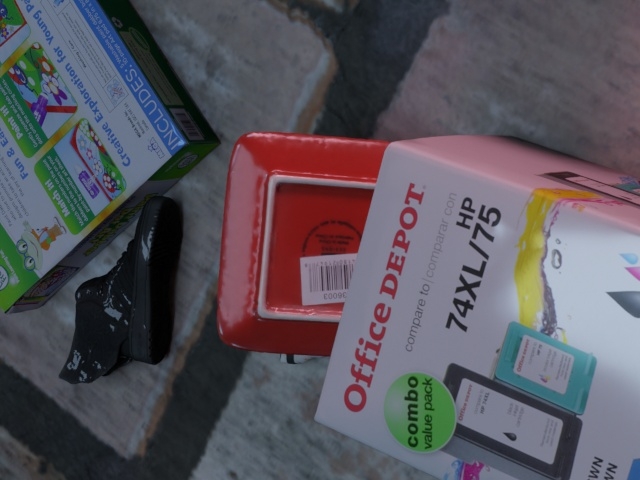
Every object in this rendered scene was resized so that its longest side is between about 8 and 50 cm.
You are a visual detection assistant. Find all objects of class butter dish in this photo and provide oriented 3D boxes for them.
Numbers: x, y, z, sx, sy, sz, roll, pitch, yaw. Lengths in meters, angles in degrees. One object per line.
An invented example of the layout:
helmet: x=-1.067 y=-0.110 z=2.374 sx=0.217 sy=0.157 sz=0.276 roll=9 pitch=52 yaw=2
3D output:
butter dish: x=0.000 y=0.000 z=1.138 sx=0.160 sy=0.118 sz=0.159 roll=4 pitch=96 yaw=-12

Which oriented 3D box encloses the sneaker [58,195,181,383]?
sneaker: x=-0.168 y=0.042 z=1.269 sx=0.089 sy=0.051 sz=0.170 roll=11 pitch=104 yaw=24

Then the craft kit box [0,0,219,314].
craft kit box: x=-0.240 y=-0.107 z=1.296 sx=0.247 sy=0.061 sz=0.250 roll=-38 pitch=76 yaw=25

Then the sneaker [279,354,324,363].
sneaker: x=-0.033 y=0.048 z=1.198 sx=0.044 sy=0.040 sz=0.109 roll=-28 pitch=81 yaw=32

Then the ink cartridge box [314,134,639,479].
ink cartridge box: x=0.174 y=0.064 z=0.988 sx=0.270 sy=0.197 sz=0.198 roll=21 pitch=105 yaw=27
